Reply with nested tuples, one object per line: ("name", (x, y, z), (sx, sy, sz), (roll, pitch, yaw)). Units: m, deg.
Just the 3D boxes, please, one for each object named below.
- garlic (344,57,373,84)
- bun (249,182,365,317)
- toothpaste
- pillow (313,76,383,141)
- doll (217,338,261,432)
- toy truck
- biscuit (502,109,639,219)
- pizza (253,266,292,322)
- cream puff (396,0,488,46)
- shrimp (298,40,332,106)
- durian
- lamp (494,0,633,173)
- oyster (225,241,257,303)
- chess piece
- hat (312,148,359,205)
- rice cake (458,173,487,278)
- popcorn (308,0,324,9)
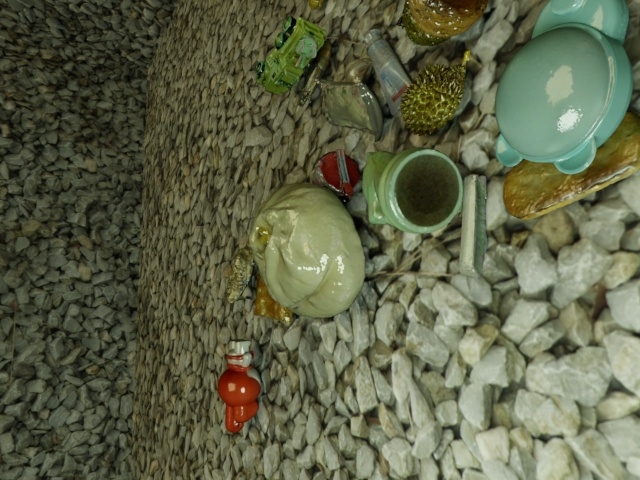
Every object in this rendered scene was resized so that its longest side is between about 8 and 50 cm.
("garlic", (0.102, -0.446, 1.256), (0.113, 0.074, 0.094), (-94, 25, -45))
("bun", (-0.055, 0.032, 1.180), (0.365, 0.219, 0.365), (27, 122, 54))
("toothpaste", (0.169, -0.433, 1.181), (0.089, 0.057, 0.234), (-42, 56, 43))
("pillow", (0.081, -0.359, 1.231), (0.059, 0.169, 0.255), (-38, 35, -13))
("doll", (-0.257, 0.461, 1.477), (0.161, 0.130, 0.290), (-8, 81, 51))
("toy truck", (-0.097, -0.546, 1.443), (0.260, 0.128, 0.135), (-32, 55, 46))
("biscuit", (0.413, -0.120, 0.777), (0.247, 0.029, 0.118), (-33, 48, 46))
("pizza", (-0.149, 0.170, 1.461), (0.197, 0.058, 0.292), (-62, 37, 25))
("cream puff", (0.242, -0.503, 1.006), (0.169, 0.184, 0.183), (146, 128, -70))
("shrimp", (-0.030, -0.531, 1.488), (0.150, 0.051, 0.217), (38, 105, 55))
("durian", (0.246, -0.318, 1.002), (0.208, 0.102, 0.146), (-48, 40, 32))
("lamp", (0.379, -0.254, 0.735), (0.209, 0.147, 0.284), (30, 98, 59))
("oyster", (-0.262, 0.114, 1.558), (0.259, 0.092, 0.198), (-96, 21, -45))
("chess piece", (0.164, -0.113, 1.028), (0.298, 0.176, 0.175), (-150, 73, -72))
("hat", (0.026, -0.143, 1.281), (0.140, 0.129, 0.227), (62, 153, 10))
("rice cake", (0.296, -0.029, 0.912), (0.047, 0.036, 0.206), (165, 111, -67))
("popcorn", (-0.001, -0.791, 1.508), (0.084, 0.084, 0.084), (-19, 67, 51))
